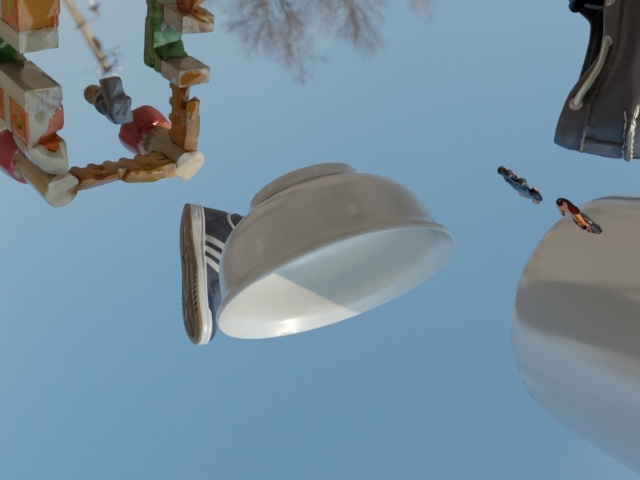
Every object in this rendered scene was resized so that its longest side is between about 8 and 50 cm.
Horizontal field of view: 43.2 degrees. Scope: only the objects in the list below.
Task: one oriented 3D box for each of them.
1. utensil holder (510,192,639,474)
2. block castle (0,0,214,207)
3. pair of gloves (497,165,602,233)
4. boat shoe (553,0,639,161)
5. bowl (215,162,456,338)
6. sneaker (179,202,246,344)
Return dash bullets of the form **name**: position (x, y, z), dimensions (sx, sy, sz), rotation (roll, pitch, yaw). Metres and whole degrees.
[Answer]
- **utensil holder**: position (0.418, 0.111, 0.799), dimensions (0.328, 0.327, 0.385), rotation (-34, -166, -9)
- **block castle**: position (-0.328, -0.295, 1.168), dimensions (0.303, 0.453, 0.213), rotation (-18, -140, -37)
- **pair of gloves**: position (0.172, -0.031, 0.607), dimensions (0.083, 0.074, 0.010), rotation (36, -84, 31)
- **boat shoe**: position (0.158, -0.142, 0.438), dimensions (0.065, 0.075, 0.206), rotation (0, -104, 21)
- **bowl**: position (0.000, 0.000, 0.965), dimensions (0.298, 0.298, 0.134), rotation (-23, -110, 6)
- **sneaker**: position (-0.156, 0.054, 1.384), dimensions (0.153, 0.099, 0.282), rotation (7, -132, -21)
